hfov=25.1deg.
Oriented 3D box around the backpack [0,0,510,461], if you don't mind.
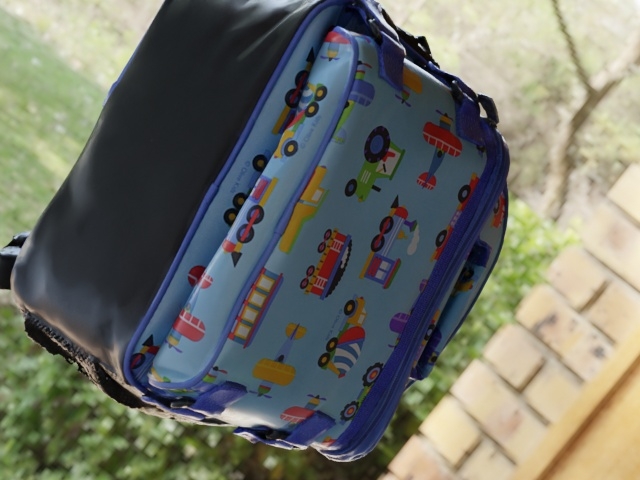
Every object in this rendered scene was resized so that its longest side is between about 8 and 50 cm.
[{"bbox_3d":[0.000,0.000,0.508,0.117,0.158,0.173,28,-2,41],"label":"backpack"}]
